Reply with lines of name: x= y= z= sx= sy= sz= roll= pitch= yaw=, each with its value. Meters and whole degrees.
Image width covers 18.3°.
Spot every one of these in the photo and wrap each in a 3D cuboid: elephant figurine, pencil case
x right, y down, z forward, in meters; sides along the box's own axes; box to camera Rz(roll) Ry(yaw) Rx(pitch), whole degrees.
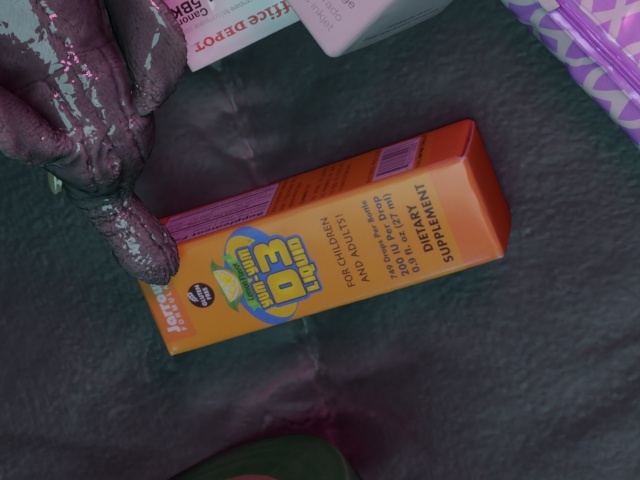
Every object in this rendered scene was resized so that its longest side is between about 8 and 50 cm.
elephant figurine: x=-0.152 y=-0.102 z=1.160 sx=0.169 sy=0.186 sz=0.239 roll=-43 pitch=77 yaw=24
pencil case: x=0.181 y=-0.122 z=1.187 sx=0.206 sy=0.088 sz=0.086 roll=42 pitch=115 yaw=-14

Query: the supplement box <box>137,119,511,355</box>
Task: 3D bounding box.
supplement box: x=0.000 y=0.000 z=1.273 sx=0.233 sy=0.080 sz=0.078 roll=-17 pitch=110 yaw=17

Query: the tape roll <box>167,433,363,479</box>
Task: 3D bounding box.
tape roll: x=-0.095 y=0.259 z=1.272 sx=0.321 sy=0.321 sz=0.077 roll=-31 pitch=109 yaw=19

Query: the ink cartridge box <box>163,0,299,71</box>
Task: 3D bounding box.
ink cartridge box: x=-0.065 y=-0.185 z=1.203 sx=0.099 sy=0.056 sz=0.135 roll=-25 pitch=109 yaw=16

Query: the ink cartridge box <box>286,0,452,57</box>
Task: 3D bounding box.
ink cartridge box: x=0.057 y=-0.265 z=1.042 sx=0.207 sy=0.117 sz=0.283 roll=54 pitch=132 yaw=6
